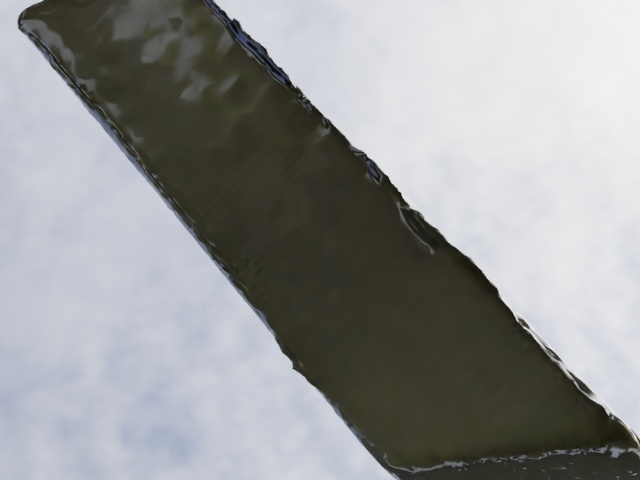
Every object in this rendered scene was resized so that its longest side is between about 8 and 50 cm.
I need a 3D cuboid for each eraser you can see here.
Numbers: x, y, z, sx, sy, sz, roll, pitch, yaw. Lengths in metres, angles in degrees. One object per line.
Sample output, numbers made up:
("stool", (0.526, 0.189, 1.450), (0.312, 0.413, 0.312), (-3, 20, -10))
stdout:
("eraser", (-0.001, 0.001, 0.667), (0.077, 0.352, 0.111), (-42, -34, 0))
